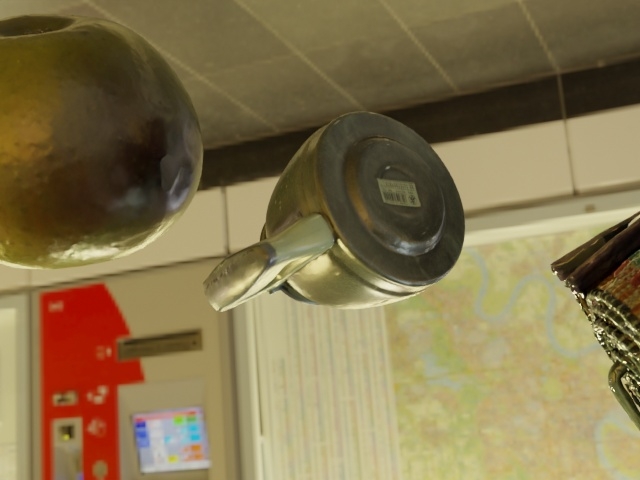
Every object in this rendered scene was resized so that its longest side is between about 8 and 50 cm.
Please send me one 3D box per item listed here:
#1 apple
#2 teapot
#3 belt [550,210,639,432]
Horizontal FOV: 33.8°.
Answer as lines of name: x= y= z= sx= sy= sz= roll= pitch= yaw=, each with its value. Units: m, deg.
apple: x=-0.182 y=-0.072 z=0.726 sx=0.197 sy=0.156 sz=0.196 roll=-3 pitch=-155 yaw=2
teapot: x=0.009 y=0.005 z=0.616 sx=0.111 sy=0.149 sz=0.108 roll=39 pitch=138 yaw=-13
belt: x=0.367 y=0.124 z=1.028 sx=0.160 sy=0.295 sz=0.207 roll=-36 pitch=-172 yaw=-1
